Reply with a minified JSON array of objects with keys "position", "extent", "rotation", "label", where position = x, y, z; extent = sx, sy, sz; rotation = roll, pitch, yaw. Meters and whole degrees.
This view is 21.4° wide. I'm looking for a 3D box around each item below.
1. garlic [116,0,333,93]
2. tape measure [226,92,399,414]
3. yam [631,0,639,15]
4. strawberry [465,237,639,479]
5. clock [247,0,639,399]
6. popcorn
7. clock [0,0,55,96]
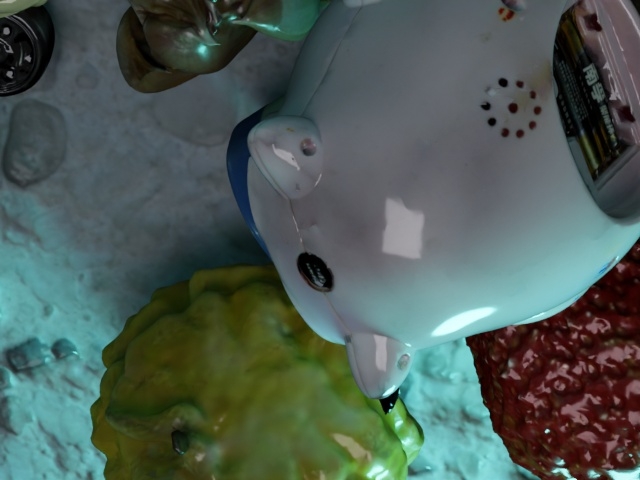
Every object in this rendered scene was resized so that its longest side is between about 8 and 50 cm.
[{"position":[-0.109,-0.234,1.563],"extent":[0.214,0.191,0.160],"rotation":[-14,95,28],"label":"garlic"},{"position":[0.000,0.000,1.575],"extent":[0.098,0.351,0.215],"rotation":[-31,115,21],"label":"tape measure"},{"position":[0.290,-0.234,1.586],"extent":[0.027,0.033,0.129],"rotation":[18,124,33],"label":"yam"},{"position":[0.251,0.097,1.674],"extent":[0.351,0.267,0.312],"rotation":[47,138,3],"label":"strawberry"},{"position":[0.121,-0.074,1.425],"extent":[0.251,0.377,0.368],"rotation":[-2,121,44],"label":"clock"},{"position":[-0.057,0.196,1.746],"extent":[0.349,0.349,0.381],"rotation":[-4,159,9],"label":"popcorn"},{"position":[-0.295,-0.331,1.552],"extent":[0.276,0.120,0.379],"rotation":[34,115,-17],"label":"clock"}]
